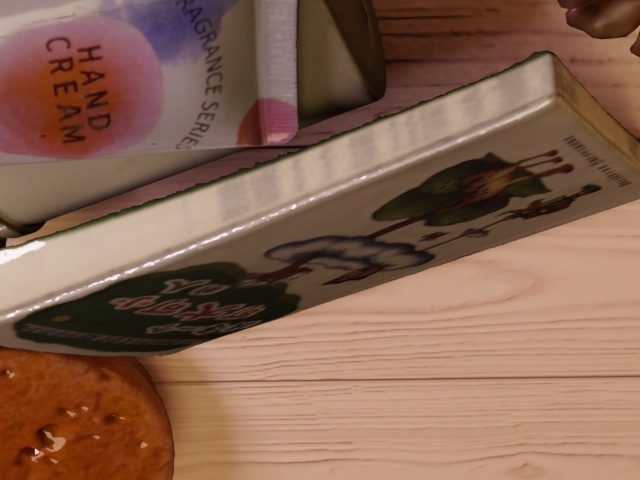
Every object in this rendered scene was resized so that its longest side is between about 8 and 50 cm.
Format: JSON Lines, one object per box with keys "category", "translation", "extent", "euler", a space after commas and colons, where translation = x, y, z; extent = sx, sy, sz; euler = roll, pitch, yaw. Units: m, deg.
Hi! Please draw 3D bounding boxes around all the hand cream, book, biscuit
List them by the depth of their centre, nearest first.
{"category": "hand cream", "translation": [-0.177, -0.071, 0.584], "extent": [0.340, 0.078, 0.124], "euler": [-6, 136, -6]}
{"category": "book", "translation": [0.000, 0.000, 0.762], "extent": [0.371, 0.043, 0.260], "euler": [-19, 164, 22]}
{"category": "biscuit", "translation": [-0.315, 0.235, 0.974], "extent": [0.455, 0.078, 0.350], "euler": [-37, 131, 1]}

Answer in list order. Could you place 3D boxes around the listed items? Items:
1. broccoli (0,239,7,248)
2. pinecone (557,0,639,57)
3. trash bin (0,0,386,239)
{"category": "broccoli", "translation": [-0.245, -0.013, 0.783], "extent": [0.120, 0.130, 0.131], "euler": [12, 128, 31]}
{"category": "pinecone", "translation": [0.163, -0.190, 0.457], "extent": [0.246, 0.292, 0.246], "euler": [13, 169, 3]}
{"category": "trash bin", "translation": [-0.118, -0.125, 0.657], "extent": [0.247, 0.121, 0.243], "euler": [-16, 135, 15]}
